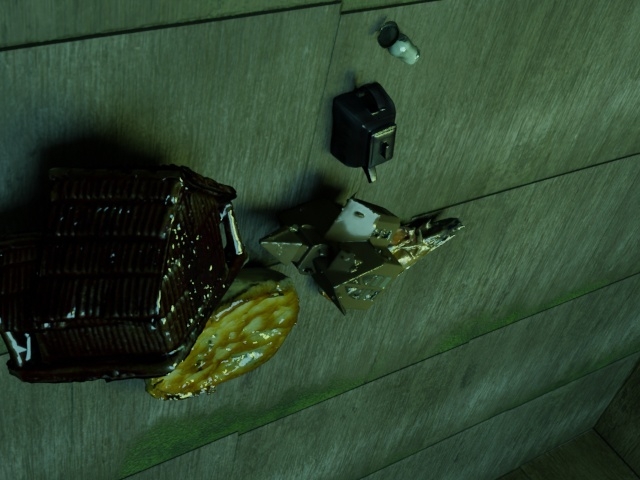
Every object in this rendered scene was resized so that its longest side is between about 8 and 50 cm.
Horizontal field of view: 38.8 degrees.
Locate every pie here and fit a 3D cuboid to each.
[{"bbox_3d":[-0.169,0.162,1.577,0.315,0.092,0.315,-27,150,-17],"label":"pie"}]

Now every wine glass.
[{"bbox_3d":[0.120,-0.294,1.361,0.038,0.042,0.083,-12,163,31],"label":"wine glass"}]

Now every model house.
[{"bbox_3d":[0.000,0.000,1.457,0.248,0.181,0.176,8,124,-50],"label":"model house"},{"bbox_3d":[-0.284,0.003,1.211,0.316,0.297,0.283,-1,134,10],"label":"model house"}]

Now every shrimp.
[{"bbox_3d":[0.130,0.013,1.706,0.316,0.062,0.164,-27,142,-13],"label":"shrimp"}]

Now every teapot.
[{"bbox_3d":[0.078,-0.164,1.417,0.087,0.096,0.177,-23,143,-22],"label":"teapot"}]
